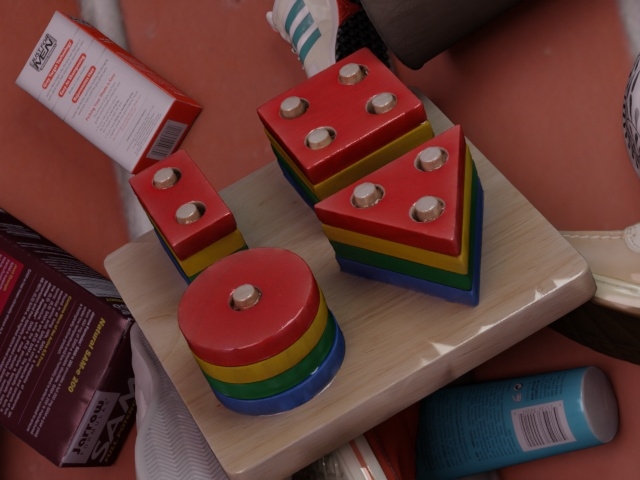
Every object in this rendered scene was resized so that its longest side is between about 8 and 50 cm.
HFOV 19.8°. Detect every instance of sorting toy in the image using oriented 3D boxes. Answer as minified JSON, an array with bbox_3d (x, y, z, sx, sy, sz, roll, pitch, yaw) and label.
[{"bbox_3d":[0.000,0.000,1.188,0.257,0.089,0.255,-30,40,-7],"label":"sorting toy"}]

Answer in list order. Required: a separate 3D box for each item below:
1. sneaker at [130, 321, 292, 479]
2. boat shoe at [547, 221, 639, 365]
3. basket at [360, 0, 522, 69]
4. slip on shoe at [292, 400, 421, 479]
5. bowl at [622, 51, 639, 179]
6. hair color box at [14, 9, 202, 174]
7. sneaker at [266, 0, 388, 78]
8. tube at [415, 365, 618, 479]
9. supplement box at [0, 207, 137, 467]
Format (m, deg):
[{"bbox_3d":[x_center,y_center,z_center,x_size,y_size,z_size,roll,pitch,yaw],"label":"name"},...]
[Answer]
[{"bbox_3d":[-0.074,0.179,1.247,0.108,0.292,0.169,-4,113,-7],"label":"sneaker"},{"bbox_3d":[0.248,0.025,1.172,0.302,0.109,0.098,9,68,37],"label":"boat shoe"},{"bbox_3d":[0.131,-0.250,1.242,0.226,0.154,0.204,-21,71,21],"label":"basket"},{"bbox_3d":[0.027,0.120,1.231,0.123,0.101,0.331,99,157,-45],"label":"slip on shoe"},{"bbox_3d":[0.263,-0.092,1.186,0.170,0.080,0.170,-4,82,29],"label":"bowl"},{"bbox_3d":[-0.168,-0.115,1.446,0.141,0.043,0.072,38,102,26],"label":"hair color box"},{"bbox_3d":[0.000,-0.152,1.359,0.075,0.057,0.161,-18,76,43],"label":"sneaker"},{"bbox_3d":[0.102,0.131,1.269,0.207,0.052,0.080,-14,69,32],"label":"tube"},{"bbox_3d":[-0.240,0.065,1.447,0.239,0.073,0.130,32,100,29],"label":"supplement box"}]
